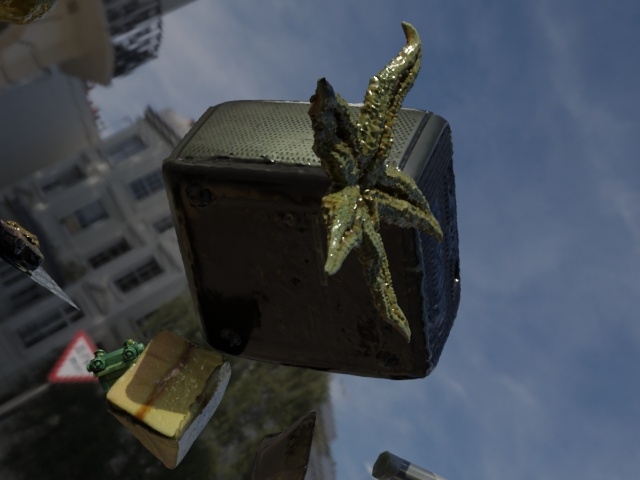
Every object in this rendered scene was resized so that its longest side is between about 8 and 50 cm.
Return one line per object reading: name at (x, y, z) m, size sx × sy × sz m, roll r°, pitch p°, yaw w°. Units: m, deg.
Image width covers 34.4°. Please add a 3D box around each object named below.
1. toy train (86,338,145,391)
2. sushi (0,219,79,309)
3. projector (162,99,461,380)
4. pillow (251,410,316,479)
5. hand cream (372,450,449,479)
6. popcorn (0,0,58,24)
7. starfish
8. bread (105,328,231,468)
toy train at (-0.396, 0.245, 2.035) m, size 0.050 × 0.122 × 0.081 m, roll -106°, pitch 174°, yaw -75°
sushi at (-0.596, 0.002, 2.016) m, size 0.292 × 0.059 × 0.294 m, roll 41°, pitch -8°, yaw -35°
projector at (0.000, 0.000, 1.613) m, size 0.405 × 0.242 × 0.395 m, roll 6°, pitch -53°, yaw 20°
pillow at (-0.068, 0.380, 1.802) m, size 0.038 × 0.131 × 0.232 m, roll 23°, pitch -33°, yaw -19°
hand cream at (0.200, 0.420, 1.720) m, size 0.255 × 0.048 × 0.079 m, roll 31°, pitch -40°, yaw -20°
popcorn at (-0.499, -0.444, 1.625) m, size 0.191 × 0.253 × 0.190 m, roll -30°, pitch -110°, yaw 39°
starfish at (0.051, -0.042, 1.117) m, size 0.078 × 0.347 × 0.358 m, roll 3°, pitch -71°, yaw 21°
bread at (-0.207, 0.292, 1.726) m, size 0.163 × 0.168 × 0.264 m, roll 18°, pitch -27°, yaw 34°
